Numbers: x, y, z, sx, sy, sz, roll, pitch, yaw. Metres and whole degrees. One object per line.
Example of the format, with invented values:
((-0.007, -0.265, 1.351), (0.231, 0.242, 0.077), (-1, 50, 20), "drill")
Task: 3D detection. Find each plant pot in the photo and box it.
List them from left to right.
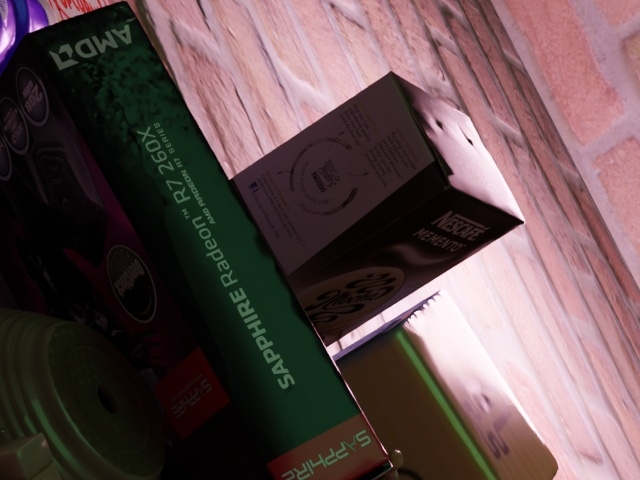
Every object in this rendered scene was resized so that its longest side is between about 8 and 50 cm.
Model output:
((-0.178, 0.130, 1.174), (0.237, 0.109, 0.237), (49, 20, -25), "plant pot")

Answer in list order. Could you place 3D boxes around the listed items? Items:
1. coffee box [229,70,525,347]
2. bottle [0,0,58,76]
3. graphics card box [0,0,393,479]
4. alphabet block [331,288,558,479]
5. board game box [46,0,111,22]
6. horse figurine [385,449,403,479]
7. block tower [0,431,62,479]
((0.000, 0.000, 1.523), (0.168, 0.297, 0.119), (20, 41, -60), "coffee box")
((-0.299, -0.174, 1.380), (0.118, 0.092, 0.283), (60, 19, 12), "bottle")
((-0.119, 0.046, 1.267), (0.094, 0.233, 0.371), (-24, 81, -31), "graphics card box")
((0.068, 0.184, 1.569), (0.197, 0.192, 0.193), (58, 21, 1), "alphabet block")
((-0.235, -0.193, 1.640), (0.146, 0.045, 0.193), (24, 38, -58), "board game box")
((0.005, 0.190, 1.383), (0.263, 0.174, 0.066), (35, 58, 12), "horse figurine")
((-0.140, 0.277, 0.936), (0.336, 0.091, 0.097), (70, 24, -8), "block tower")
